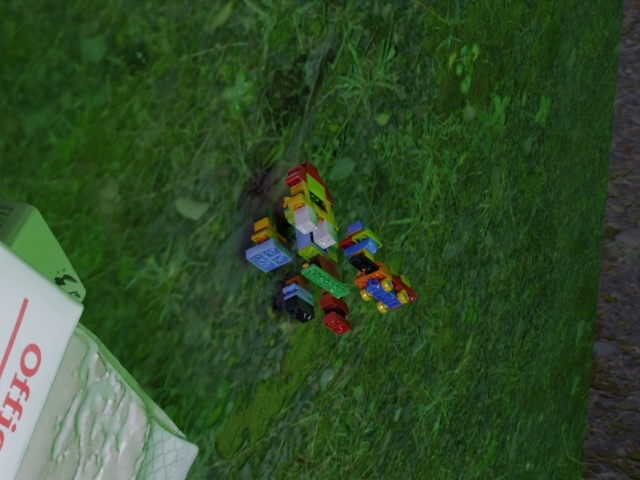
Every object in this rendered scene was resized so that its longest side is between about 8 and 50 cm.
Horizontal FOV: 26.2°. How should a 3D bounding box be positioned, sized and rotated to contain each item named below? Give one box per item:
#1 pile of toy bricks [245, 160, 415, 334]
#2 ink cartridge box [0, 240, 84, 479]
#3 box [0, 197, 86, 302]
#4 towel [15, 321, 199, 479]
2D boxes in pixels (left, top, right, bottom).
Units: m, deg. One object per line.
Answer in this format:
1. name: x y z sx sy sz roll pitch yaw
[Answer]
1. pile of toy bricks: 0.000 0.000 1.357 0.212 0.118 0.105 39 34 -46
2. ink cartridge box: -0.234 0.065 0.583 0.353 0.119 0.207 46 55 -50
3. box: -0.252 0.101 0.784 0.094 0.113 0.275 71 38 -50
4. towel: -0.202 0.245 0.964 0.317 0.053 0.332 61 48 -64
